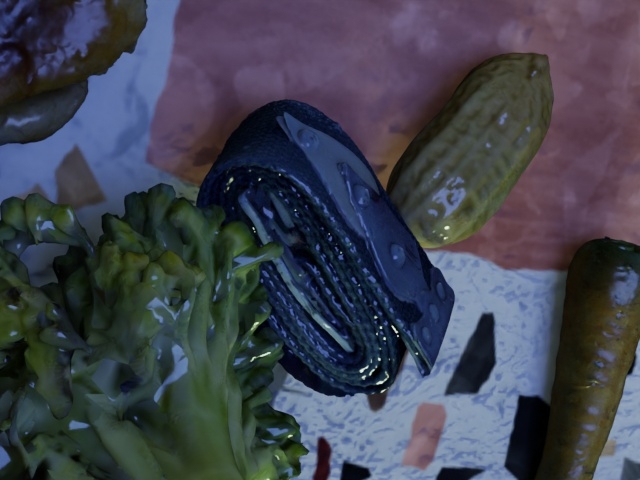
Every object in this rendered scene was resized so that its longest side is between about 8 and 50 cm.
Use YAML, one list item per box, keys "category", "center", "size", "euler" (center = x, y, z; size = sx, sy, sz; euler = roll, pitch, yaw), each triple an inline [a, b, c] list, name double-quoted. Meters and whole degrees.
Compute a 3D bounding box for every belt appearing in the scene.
- category: "belt"
  center: [0.000, 0.000, 1.253]
  size: [0.218, 0.122, 0.128]
  euler: [57, 31, -23]

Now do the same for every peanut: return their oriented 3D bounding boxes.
- category: "peanut"
  center: [0.121, -0.071, 1.325]
  size: [0.194, 0.083, 0.093]
  euler: [-50, 154, -24]

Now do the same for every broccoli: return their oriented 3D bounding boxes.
- category: "broccoli"
  center: [-0.151, 0.132, 1.131]
  size: [0.334, 0.272, 0.324]
  euler: [-19, 87, -28]

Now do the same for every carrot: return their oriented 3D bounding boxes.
- category: "carrot"
  center: [0.216, 0.144, 1.427]
  size: [0.078, 0.078, 0.298]
  euler: [10, 98, -29]

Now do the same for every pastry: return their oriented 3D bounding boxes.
- category: "pastry"
  center: [-0.222, -0.171, 1.118]
  size: [0.218, 0.100, 0.229]
  euler: [-1, 99, -29]
